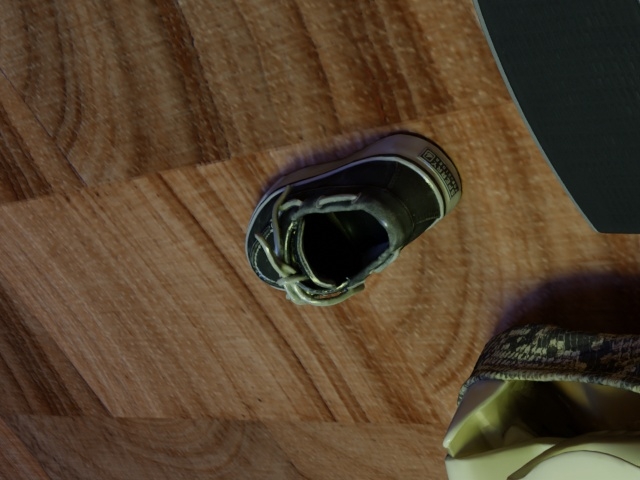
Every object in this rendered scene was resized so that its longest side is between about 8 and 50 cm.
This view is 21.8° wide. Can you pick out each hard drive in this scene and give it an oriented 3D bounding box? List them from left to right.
[{"bbox_3d":[0.200,-0.107,1.115,0.172,0.054,0.255,3,131,49],"label":"hard drive"}]

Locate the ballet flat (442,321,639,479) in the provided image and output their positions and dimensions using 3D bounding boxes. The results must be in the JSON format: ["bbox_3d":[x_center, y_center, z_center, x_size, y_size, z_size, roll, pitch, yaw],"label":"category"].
[{"bbox_3d":[0.199,0.150,1.252,0.164,0.182,0.483,63,156,-7],"label":"ballet flat"}]

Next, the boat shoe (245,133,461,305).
[{"bbox_3d":[0.003,0.003,1.436,0.113,0.105,0.306,52,149,-13],"label":"boat shoe"}]
